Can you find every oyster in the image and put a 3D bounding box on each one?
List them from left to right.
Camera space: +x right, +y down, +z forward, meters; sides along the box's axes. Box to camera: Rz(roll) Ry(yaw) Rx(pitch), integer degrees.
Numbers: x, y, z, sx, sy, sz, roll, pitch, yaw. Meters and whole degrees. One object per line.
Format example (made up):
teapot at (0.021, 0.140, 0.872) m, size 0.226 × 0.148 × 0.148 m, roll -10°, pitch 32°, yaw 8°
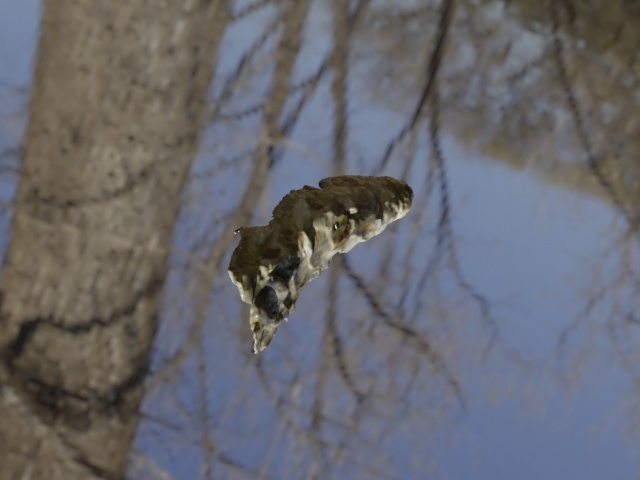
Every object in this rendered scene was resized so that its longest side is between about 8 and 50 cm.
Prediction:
oyster at (-0.004, 0.000, 1.345) m, size 0.061 × 0.200 × 0.106 m, roll 10°, pitch 143°, yaw 30°
